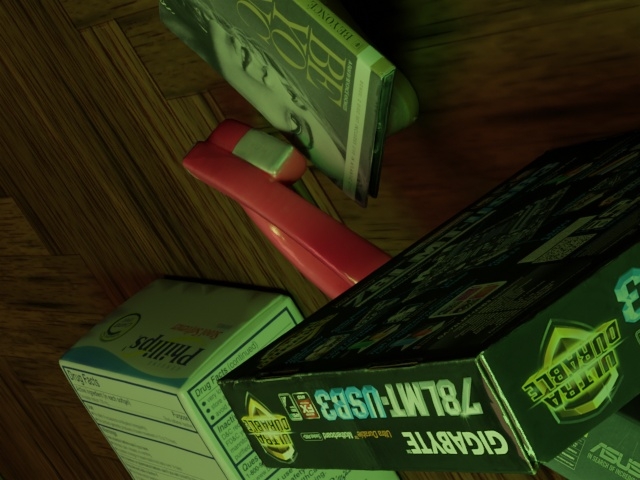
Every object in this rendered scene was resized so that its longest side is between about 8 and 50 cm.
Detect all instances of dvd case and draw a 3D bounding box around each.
[{"bbox_3d":[-0.037,-0.136,1.197,0.221,0.018,0.164,43,157,19],"label":"dvd case"}]

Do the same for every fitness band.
[{"bbox_3d":[0.000,0.000,1.321,0.209,0.054,0.291,45,174,-25],"label":"fitness band"}]

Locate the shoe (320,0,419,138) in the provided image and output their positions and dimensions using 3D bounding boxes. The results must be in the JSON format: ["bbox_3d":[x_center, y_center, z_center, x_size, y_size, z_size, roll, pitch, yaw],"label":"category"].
[{"bbox_3d":[-0.021,-0.153,1.239,0.219,0.058,0.076,47,155,6],"label":"shoe"}]

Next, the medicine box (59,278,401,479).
[{"bbox_3d":[-0.080,0.198,1.709,0.263,0.149,0.289,5,129,57],"label":"medicine box"}]

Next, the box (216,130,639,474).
[{"bbox_3d":[0.125,0.024,0.967,0.073,0.295,0.293,61,152,-7],"label":"box"}]

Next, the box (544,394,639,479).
[{"bbox_3d":[0.176,0.106,1.146,0.233,0.183,0.059,28,104,39],"label":"box"}]
